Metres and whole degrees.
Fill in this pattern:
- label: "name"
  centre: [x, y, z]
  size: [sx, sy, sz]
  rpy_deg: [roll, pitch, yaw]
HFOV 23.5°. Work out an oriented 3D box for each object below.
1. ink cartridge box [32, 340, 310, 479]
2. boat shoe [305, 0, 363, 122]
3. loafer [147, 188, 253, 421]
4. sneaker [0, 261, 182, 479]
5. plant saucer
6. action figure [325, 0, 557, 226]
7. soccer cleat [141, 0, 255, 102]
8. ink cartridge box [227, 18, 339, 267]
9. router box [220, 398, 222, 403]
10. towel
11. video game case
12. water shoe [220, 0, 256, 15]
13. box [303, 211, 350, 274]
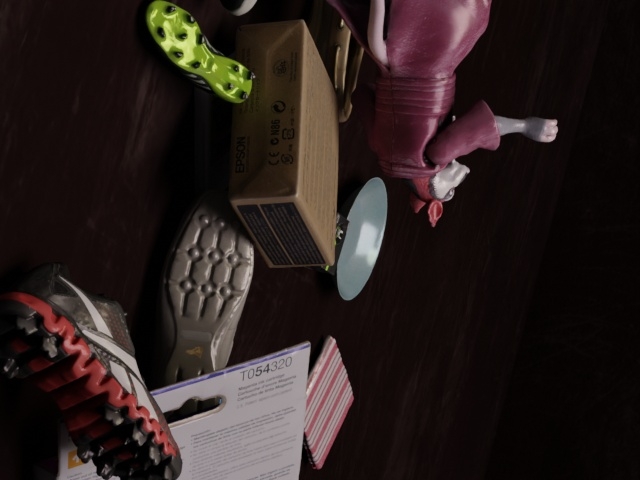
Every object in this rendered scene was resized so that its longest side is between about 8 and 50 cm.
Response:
- label: "ink cartridge box"
  centre: [-0.168, 0.279, 1.738]
  size: [0.324, 0.071, 0.330]
  rpy_deg: [-14, 122, -34]
- label: "boat shoe"
  centre: [0.041, -0.301, 2.037]
  size: [0.109, 0.098, 0.302]
  rpy_deg: [44, 62, -68]
- label: "loafer"
  centre: [-0.152, 0.094, 1.827]
  size: [0.111, 0.112, 0.319]
  rpy_deg: [-157, -100, -74]
- label: "sneaker"
  centre: [-0.220, 0.131, 1.531]
  size: [0.276, 0.097, 0.135]
  rpy_deg: [52, 34, -23]
- label: "plant saucer"
  centre: [0.050, -0.006, 2.362]
  size: [0.195, 0.037, 0.195]
  rpy_deg: [16, 90, -70]
- label: "action figure"
  centre: [0.122, -0.191, 1.874]
  size: [0.275, 0.248, 0.370]
  rpy_deg: [-22, 114, -51]
- label: "soccer cleat"
  centre: [-0.145, -0.202, 1.677]
  size: [0.179, 0.072, 0.060]
  rpy_deg: [38, 67, -45]
- label: "ink cartridge box"
  centre: [-0.040, -0.109, 1.809]
  size: [0.193, 0.088, 0.235]
  rpy_deg: [64, 24, -62]
- label: "router box"
  centre: [-0.176, 0.279, 1.947]
  size: [0.133, 0.046, 0.179]
  rpy_deg: [25, 80, -70]
- label: "towel"
  centre: [0.000, 0.258, 2.438]
  size: [0.197, 0.029, 0.144]
  rpy_deg: [73, 37, -51]
- label: "video game case"
  centre: [-0.097, -0.145, 1.892]
  size: [0.212, 0.023, 0.193]
  rpy_deg: [-46, 145, -52]
- label: "water shoe"
  centre: [-0.108, -0.345, 1.681]
  size: [0.080, 0.073, 0.203]
  rpy_deg: [-16, 118, -41]
- label: "box"
  centre: [0.000, 0.000, 2.212]
  size: [0.062, 0.052, 0.083]
  rpy_deg: [34, 71, -69]
